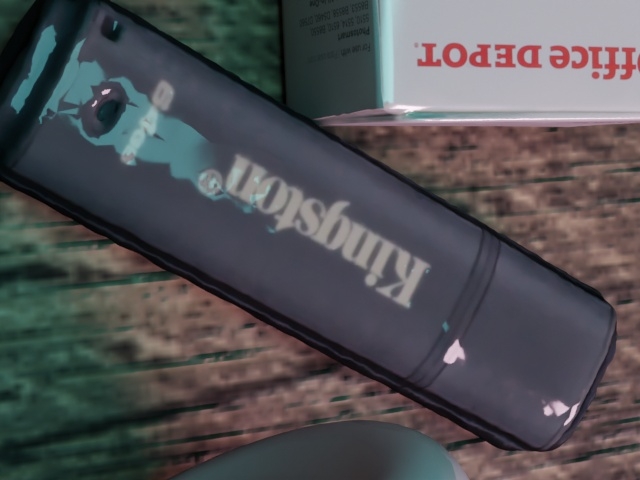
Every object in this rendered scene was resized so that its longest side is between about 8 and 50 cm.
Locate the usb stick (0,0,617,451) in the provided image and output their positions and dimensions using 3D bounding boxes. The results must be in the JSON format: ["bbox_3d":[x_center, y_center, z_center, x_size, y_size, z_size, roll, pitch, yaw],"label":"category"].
[{"bbox_3d":[0.000,0.000,0.635,0.278,0.045,0.077,30,93,-25],"label":"usb stick"}]

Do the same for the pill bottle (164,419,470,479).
[{"bbox_3d":[0.028,0.261,0.548,0.210,0.210,0.363,-33,102,-25],"label":"pill bottle"}]

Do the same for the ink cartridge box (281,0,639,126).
[{"bbox_3d":[0.062,-0.145,0.651,0.148,0.086,0.203,-2,91,-29],"label":"ink cartridge box"}]
